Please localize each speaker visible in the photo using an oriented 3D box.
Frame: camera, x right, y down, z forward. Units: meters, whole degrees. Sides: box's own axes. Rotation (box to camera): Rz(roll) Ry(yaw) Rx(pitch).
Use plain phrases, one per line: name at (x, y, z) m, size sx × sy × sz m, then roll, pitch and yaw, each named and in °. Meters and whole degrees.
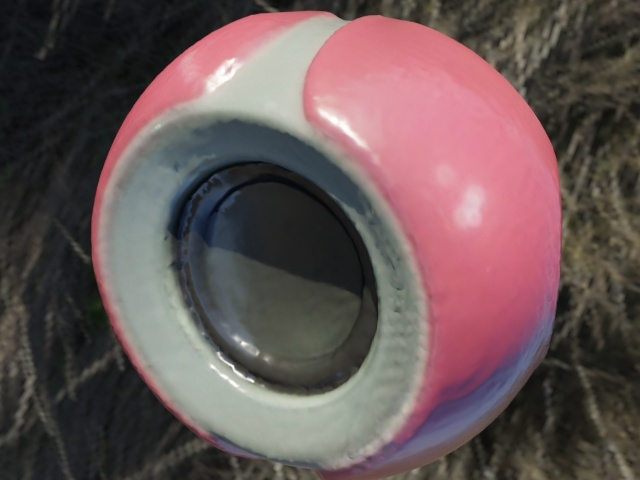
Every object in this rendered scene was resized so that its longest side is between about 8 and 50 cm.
speaker at (0.000, 0.000, 0.926) m, size 0.294 × 0.294 × 0.294 m, roll -25°, pitch 126°, yaw -39°
